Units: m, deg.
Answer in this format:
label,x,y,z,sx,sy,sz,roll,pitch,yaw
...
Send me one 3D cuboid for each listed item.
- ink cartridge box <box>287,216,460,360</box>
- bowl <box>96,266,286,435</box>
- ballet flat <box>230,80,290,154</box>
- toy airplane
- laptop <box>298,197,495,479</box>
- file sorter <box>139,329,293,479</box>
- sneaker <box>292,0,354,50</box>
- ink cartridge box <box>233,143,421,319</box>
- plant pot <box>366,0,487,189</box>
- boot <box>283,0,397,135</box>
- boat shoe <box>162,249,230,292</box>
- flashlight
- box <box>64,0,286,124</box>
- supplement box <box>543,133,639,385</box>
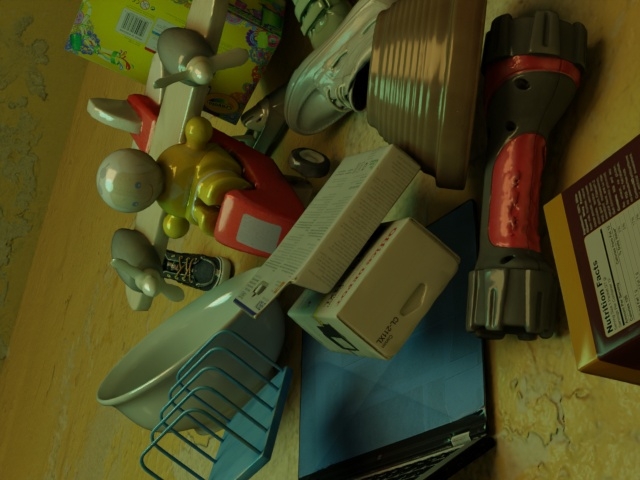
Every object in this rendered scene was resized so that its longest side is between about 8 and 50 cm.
label,x,y,z,sx,sy,sz,roll,pitch,yaw
ink cartridge box,0.051,0.049,1.024,0.127,0.072,0.175,-52,11,-14
bowl,-0.153,0.175,1.385,0.298,0.134,0.298,-34,11,8
ballet flat,-0.108,-0.169,1.599,0.213,0.068,0.072,-60,31,28
toy airplane,-0.210,-0.113,1.386,0.384,0.272,0.386,-19,89,41
laptop,-0.018,0.185,1.092,0.382,0.408,0.236,-36,80,52
file sorter,-0.117,0.198,1.122,0.118,0.104,0.170,-45,13,24
sneaker,-0.033,-0.356,1.459,0.094,0.151,0.255,-46,40,41
ink cartridge box,0.000,0.000,1.075,0.224,0.045,0.223,-51,9,-5
plant pot,0.109,-0.174,1.027,0.237,0.110,0.237,7,-90,-84
boot,0.032,-0.208,1.321,0.258,0.095,0.123,-52,29,37
boat shoe,-0.221,0.052,1.689,0.183,0.083,0.065,-1,76,62
flashlight,0.196,-0.060,0.947,0.103,0.103,0.304,0,77,25
box,-0.220,-0.374,1.605,0.177,0.290,0.279,-58,16,31
supplement box,0.286,0.006,0.635,0.194,0.191,0.129,-43,42,46
